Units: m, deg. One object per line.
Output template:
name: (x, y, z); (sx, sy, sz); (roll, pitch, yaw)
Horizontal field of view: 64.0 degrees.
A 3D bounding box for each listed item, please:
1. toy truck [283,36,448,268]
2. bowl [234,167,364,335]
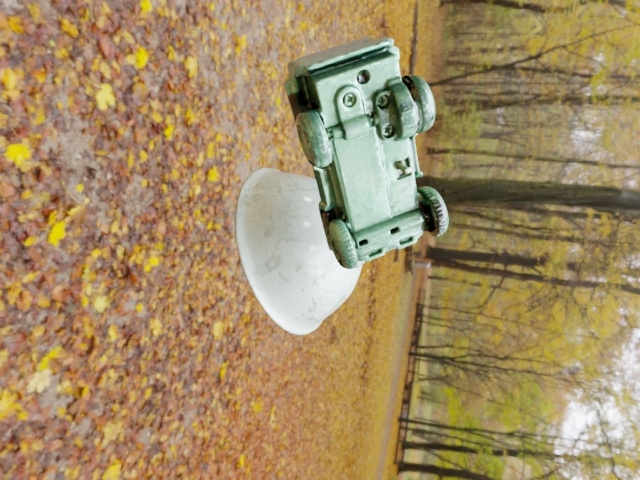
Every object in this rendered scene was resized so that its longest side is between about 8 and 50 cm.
toy truck: (0.055, -0.103, 0.648); (0.156, 0.155, 0.278); (-120, -169, -55)
bowl: (0.000, 0.000, 0.912); (0.313, 0.146, 0.313); (43, 39, -48)
